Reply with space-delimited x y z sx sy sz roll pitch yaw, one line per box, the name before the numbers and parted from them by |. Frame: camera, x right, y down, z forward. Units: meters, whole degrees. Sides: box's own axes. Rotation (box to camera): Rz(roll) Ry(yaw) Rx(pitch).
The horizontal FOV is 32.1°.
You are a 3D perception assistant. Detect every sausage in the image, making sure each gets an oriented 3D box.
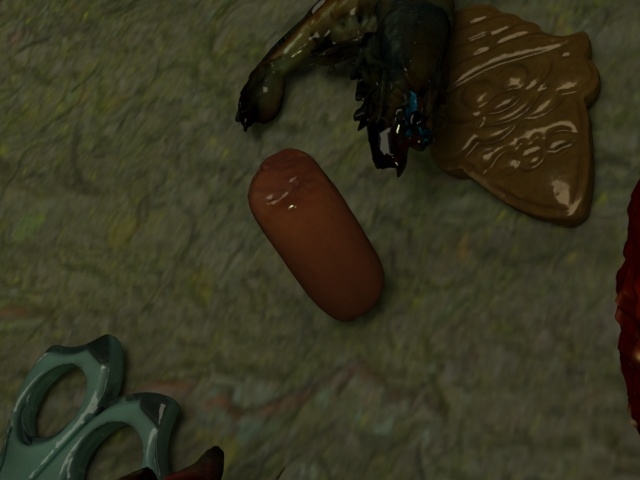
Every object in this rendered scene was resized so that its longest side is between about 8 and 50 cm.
sausage | 0.000 0.000 0.807 0.062 0.154 0.062 -16 47 17

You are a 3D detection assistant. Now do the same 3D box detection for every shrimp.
shrimp | 0.016 -0.136 0.936 0.222 0.054 0.290 -25 38 21

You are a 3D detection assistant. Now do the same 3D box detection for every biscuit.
biscuit | 0.148 -0.105 0.875 0.162 0.035 0.250 -33 50 13

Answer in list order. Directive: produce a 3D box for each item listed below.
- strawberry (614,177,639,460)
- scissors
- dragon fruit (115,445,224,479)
strawberry | 0.289 0.093 0.521 0.312 0.267 0.351 5 86 27
scissors | -0.264 0.234 0.887 0.360 0.029 0.191 -47 49 -5
dragon fruit | -0.104 0.219 0.753 0.142 0.130 0.121 -27 16 14
